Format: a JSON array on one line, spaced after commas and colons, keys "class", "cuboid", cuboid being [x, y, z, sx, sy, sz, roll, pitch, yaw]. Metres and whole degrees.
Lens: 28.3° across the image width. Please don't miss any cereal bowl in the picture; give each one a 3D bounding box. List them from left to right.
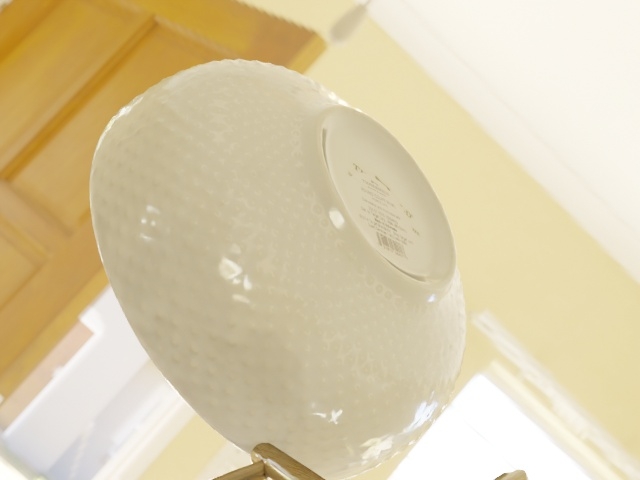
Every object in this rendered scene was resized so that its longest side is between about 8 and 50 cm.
[{"class": "cereal bowl", "cuboid": [0.000, 0.000, 0.956, 0.339, 0.141, 0.339, 39, 32, -30]}]

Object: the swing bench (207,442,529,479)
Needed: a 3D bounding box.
[{"class": "swing bench", "cuboid": [0.003, 0.257, 0.675, 0.255, 0.165, 0.253, -6, -81, 56]}]
